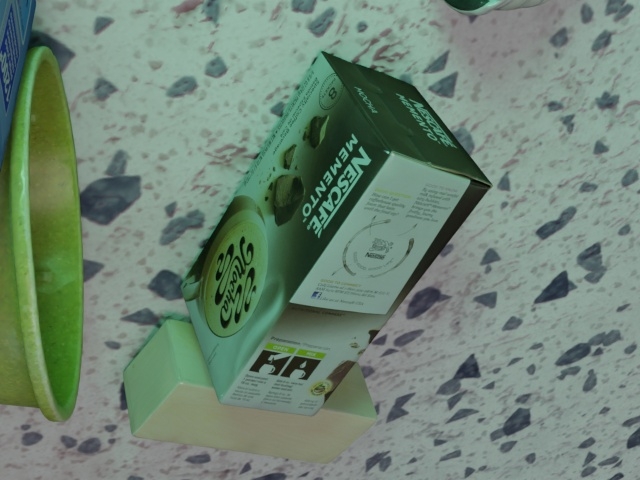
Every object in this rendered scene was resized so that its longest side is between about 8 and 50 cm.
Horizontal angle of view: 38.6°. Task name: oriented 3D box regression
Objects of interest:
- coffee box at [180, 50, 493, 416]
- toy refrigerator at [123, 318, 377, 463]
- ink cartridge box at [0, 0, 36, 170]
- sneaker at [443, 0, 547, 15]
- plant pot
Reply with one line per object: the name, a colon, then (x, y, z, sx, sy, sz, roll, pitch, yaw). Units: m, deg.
coffee box: (0.000, 0.000, 0.854, 0.119, 0.168, 0.297, 15, 123, -34)
toy refrigerator: (-0.076, 0.173, 1.032, 0.270, 0.094, 0.102, 18, 127, -35)
ink cartridge box: (-0.237, -0.093, 0.390, 0.151, 0.395, 0.270, 0, 140, -5)
sneaker: (0.198, -0.311, 0.723, 0.118, 0.110, 0.292, -3, 135, -39)
plant pot: (-0.318, 0.001, 0.665, 0.254, 0.276, 0.276, -3, 131, -9)
